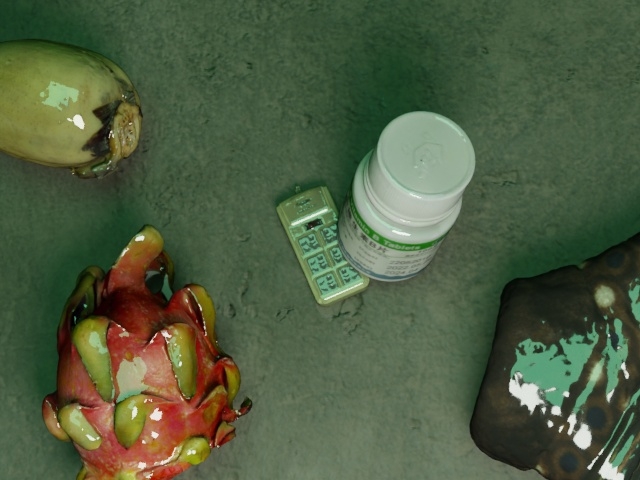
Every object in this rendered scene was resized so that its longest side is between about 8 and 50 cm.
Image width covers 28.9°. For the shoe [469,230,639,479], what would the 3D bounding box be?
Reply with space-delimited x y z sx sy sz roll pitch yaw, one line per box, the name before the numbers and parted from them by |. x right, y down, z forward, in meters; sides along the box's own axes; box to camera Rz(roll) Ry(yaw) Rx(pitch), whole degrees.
shoe | 0.327 0.106 1.475 0.237 0.171 0.384 27 83 9

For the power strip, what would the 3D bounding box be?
power strip | 0.000 0.000 1.617 0.076 0.028 0.169 -24 71 -2

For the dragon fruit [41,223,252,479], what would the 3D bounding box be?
dragon fruit | -0.217 0.156 1.499 0.228 0.243 0.307 -18 29 22

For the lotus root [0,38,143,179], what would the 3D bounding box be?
lotus root | -0.387 -0.185 1.635 0.310 0.183 0.182 14 73 10

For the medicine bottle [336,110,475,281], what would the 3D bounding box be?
medicine bottle | 0.102 -0.050 1.504 0.139 0.237 0.139 4 68 -9
